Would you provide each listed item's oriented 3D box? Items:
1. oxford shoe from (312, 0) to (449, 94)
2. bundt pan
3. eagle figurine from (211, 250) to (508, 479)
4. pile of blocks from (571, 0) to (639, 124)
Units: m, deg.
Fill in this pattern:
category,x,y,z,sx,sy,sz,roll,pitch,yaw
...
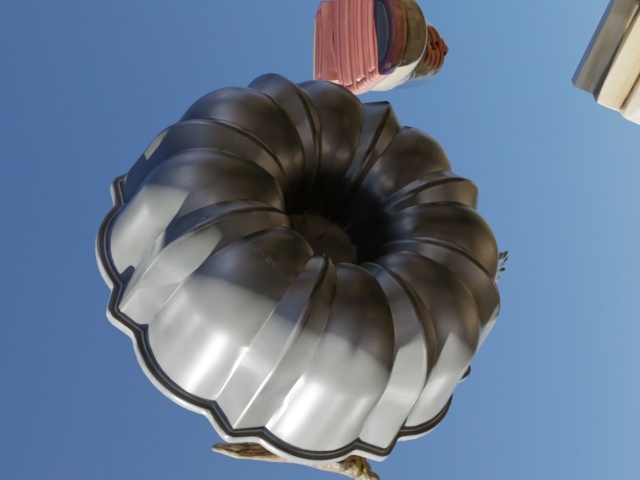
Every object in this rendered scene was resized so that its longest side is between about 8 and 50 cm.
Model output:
category,x,y,z,sx,sy,sz,roll,pitch,yaw
oxford shoe,0.074,-0.212,1.256,0.348,0.130,0.123,-136,46,-78
bundt pan,0.000,0.000,0.948,0.331,0.124,0.331,15,-130,-18
eagle figurine,0.047,0.109,1.294,0.226,0.225,0.298,10,-82,-59
pile of blocks,0.348,-0.209,0.906,0.149,0.362,0.112,46,-162,-12
